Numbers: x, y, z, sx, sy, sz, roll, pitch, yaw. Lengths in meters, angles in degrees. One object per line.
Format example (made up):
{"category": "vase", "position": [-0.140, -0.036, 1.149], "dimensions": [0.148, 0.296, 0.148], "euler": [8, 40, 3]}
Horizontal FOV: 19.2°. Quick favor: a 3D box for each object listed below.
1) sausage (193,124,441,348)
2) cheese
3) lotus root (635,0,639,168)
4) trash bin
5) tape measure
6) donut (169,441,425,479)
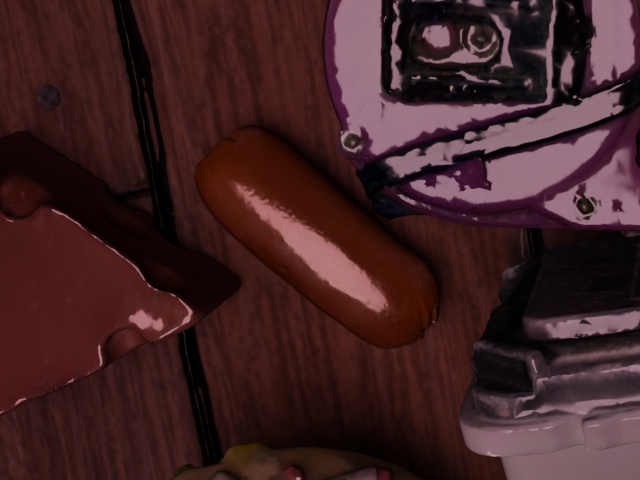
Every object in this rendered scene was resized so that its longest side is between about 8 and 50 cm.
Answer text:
{"category": "sausage", "position": [0.000, 0.000, 1.316], "dimensions": [0.197, 0.076, 0.076], "euler": [40, 107, 2]}
{"category": "cheese", "position": [-0.192, 0.008, 1.336], "dimensions": [0.203, 0.128, 0.177], "euler": [-26, 94, 18]}
{"category": "lotus root", "position": [0.268, -0.193, 1.123], "dimensions": [0.142, 0.210, 0.314], "euler": [-6, 96, 45]}
{"category": "trash bin", "position": [0.267, 0.184, 1.204], "dimensions": [0.296, 0.256, 0.368], "euler": [-9, 104, 14]}
{"category": "tape measure", "position": [0.124, -0.120, 1.219], "dimensions": [0.245, 0.149, 0.232], "euler": [-1, 98, 10]}
{"category": "donut", "position": [-0.006, 0.326, 1.292], "dimensions": [0.307, 0.150, 0.371], "euler": [15, 89, -19]}
